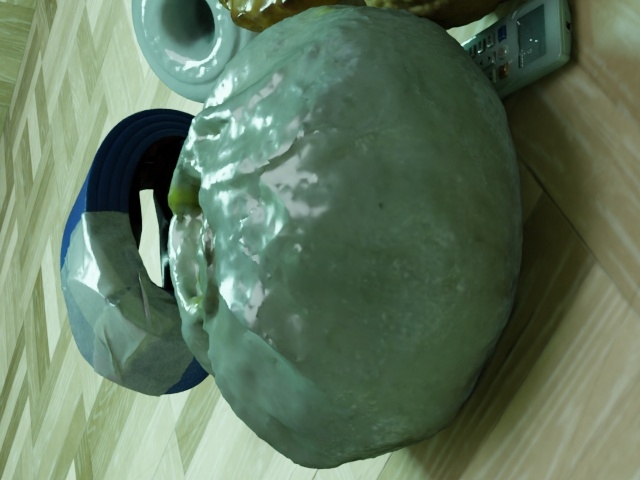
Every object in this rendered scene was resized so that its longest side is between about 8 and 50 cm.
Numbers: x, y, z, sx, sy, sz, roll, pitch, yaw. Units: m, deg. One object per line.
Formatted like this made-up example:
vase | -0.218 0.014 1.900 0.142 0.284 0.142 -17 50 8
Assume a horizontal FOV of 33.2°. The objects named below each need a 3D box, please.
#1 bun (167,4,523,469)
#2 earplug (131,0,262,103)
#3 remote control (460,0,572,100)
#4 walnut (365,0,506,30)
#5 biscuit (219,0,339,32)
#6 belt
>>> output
bun | 0.000 0.000 0.809 0.362 0.211 0.361 172 90 -68
earplug | -0.144 -0.324 1.348 0.214 0.175 0.325 -43 52 37
remote control | 0.135 -0.133 0.823 0.162 0.029 0.061 -24 61 55
walnut | 0.091 -0.239 0.806 0.184 0.156 0.155 162 115 -64
biscuit | -0.007 -0.367 1.109 0.326 0.107 0.325 -25 59 51
belt | -0.182 0.002 1.232 0.117 0.213 0.346 -53 32 42
